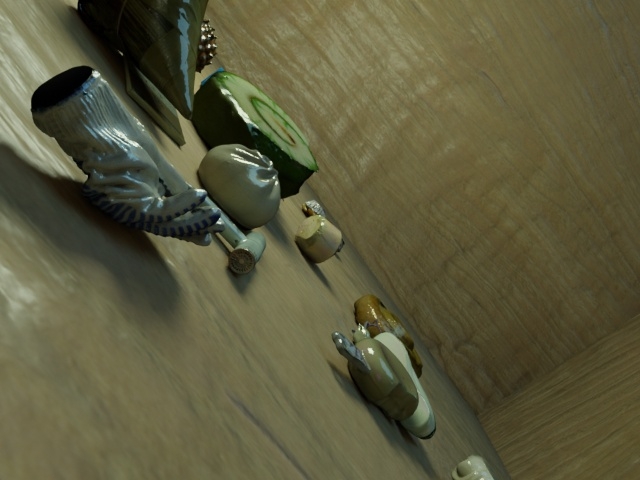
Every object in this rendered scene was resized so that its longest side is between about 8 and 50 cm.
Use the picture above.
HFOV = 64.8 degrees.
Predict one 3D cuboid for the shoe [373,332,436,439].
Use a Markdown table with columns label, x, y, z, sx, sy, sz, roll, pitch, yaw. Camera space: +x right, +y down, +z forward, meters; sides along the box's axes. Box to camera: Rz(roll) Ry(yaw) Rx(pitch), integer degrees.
| label | x | y | z | sx | sy | sz | roll | pitch | yaw |
| --- | --- | --- | --- | --- | --- | --- | --- | --- | --- |
| shoe | 0.189 | 0.340 | 1.169 | 0.110 | 0.095 | 0.264 | 57 | 9 | -39 |

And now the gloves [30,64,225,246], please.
| label | x | y | z | sx | sy | sz | roll | pitch | yaw |
| --- | --- | --- | --- | --- | --- | --- | --- | --- | --- |
| gloves | -0.184 | -0.067 | 0.509 | 0.229 | 0.097 | 0.119 | 47 | 22 | -37 |

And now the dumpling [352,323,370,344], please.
| label | x | y | z | sx | sy | sz | roll | pitch | yaw |
| --- | --- | --- | --- | --- | --- | --- | --- | --- | --- |
| dumpling | 0.102 | 0.244 | 1.223 | 0.059 | 0.043 | 0.077 | 80 | -17 | -45 |

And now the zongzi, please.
| label | x | y | z | sx | sy | sz | roll | pitch | yaw |
| --- | --- | --- | --- | --- | --- | --- | --- | --- | --- |
| zongzi | -0.230 | -0.407 | 0.894 | 0.317 | 0.289 | 0.154 | 47 | 8 | 13 |

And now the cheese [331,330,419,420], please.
| label | x | y | z | sx | sy | sz | roll | pitch | yaw |
| --- | --- | --- | --- | --- | --- | --- | --- | --- | --- |
| cheese | 0.100 | 0.254 | 0.992 | 0.286 | 0.082 | 0.163 | 44 | 12 | -47 |

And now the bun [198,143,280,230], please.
| label | x | y | z | sx | sy | sz | roll | pitch | yaw |
| --- | --- | --- | --- | --- | --- | --- | --- | --- | --- |
| bun | -0.140 | -0.111 | 0.952 | 0.172 | 0.120 | 0.173 | 52 | 9 | -11 |

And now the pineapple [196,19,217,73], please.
| label | x | y | z | sx | sy | sz | roll | pitch | yaw |
| --- | --- | --- | --- | --- | --- | --- | --- | --- | --- |
| pineapple | -0.341 | -0.488 | 1.243 | 0.166 | 0.166 | 0.193 | 53 | 19 | -12 |

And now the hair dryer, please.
| label | x | y | z | sx | sy | sz | roll | pitch | yaw |
| --- | --- | --- | --- | --- | --- | --- | --- | --- | --- |
| hair dryer | -0.158 | -0.037 | 0.795 | 0.183 | 0.044 | 0.155 | 51 | 5 | -7 |

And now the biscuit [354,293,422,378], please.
| label | x | y | z | sx | sy | sz | roll | pitch | yaw |
| --- | --- | --- | --- | --- | --- | --- | --- | --- | --- |
| biscuit | 0.209 | 0.288 | 1.513 | 0.296 | 0.102 | 0.296 | 55 | 8 | -12 |

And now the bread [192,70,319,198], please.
| label | x | y | z | sx | sy | sz | roll | pitch | yaw |
| --- | --- | --- | --- | --- | --- | --- | --- | --- | --- |
| bread | -0.159 | -0.265 | 1.297 | 0.366 | 0.129 | 0.382 | 52 | 19 | 14 |

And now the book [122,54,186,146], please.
| label | x | y | z | sx | sy | sz | roll | pitch | yaw |
| --- | --- | --- | --- | --- | --- | --- | --- | --- | --- |
| book | -0.316 | -0.272 | 0.950 | 0.138 | 0.016 | 0.198 | 48 | 9 | -44 |

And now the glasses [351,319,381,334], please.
| label | x | y | z | sx | sy | sz | roll | pitch | yaw |
| --- | --- | --- | --- | --- | --- | --- | --- | --- | --- |
| glasses | 0.133 | 0.253 | 1.299 | 0.104 | 0.063 | 0.140 | 45 | 11 | -50 |

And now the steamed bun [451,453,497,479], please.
| label | x | y | z | sx | sy | sz | roll | pitch | yaw |
| --- | --- | --- | --- | --- | --- | --- | --- | --- | --- |
| steamed bun | 0.338 | 0.550 | 1.069 | 0.182 | 0.106 | 0.183 | 57 | 8 | -12 |

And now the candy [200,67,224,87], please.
| label | x | y | z | sx | sy | sz | roll | pitch | yaw |
| --- | --- | --- | --- | --- | --- | --- | --- | --- | --- |
| candy | -0.261 | -0.406 | 1.675 | 0.306 | 0.100 | 0.157 | 51 | 7 | -38 |

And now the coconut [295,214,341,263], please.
| label | x | y | z | sx | sy | sz | roll | pitch | yaw |
| --- | --- | --- | --- | --- | --- | --- | --- | --- | --- |
| coconut | 0.000 | 0.000 | 1.406 | 0.122 | 0.116 | 0.116 | 44 | 11 | -32 |

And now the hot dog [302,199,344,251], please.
| label | x | y | z | sx | sy | sz | roll | pitch | yaw |
| --- | --- | --- | --- | --- | --- | --- | --- | --- | --- |
| hot dog | 0.015 | -0.053 | 2.011 | 0.252 | 0.069 | 0.131 | 55 | -3 | -22 |
